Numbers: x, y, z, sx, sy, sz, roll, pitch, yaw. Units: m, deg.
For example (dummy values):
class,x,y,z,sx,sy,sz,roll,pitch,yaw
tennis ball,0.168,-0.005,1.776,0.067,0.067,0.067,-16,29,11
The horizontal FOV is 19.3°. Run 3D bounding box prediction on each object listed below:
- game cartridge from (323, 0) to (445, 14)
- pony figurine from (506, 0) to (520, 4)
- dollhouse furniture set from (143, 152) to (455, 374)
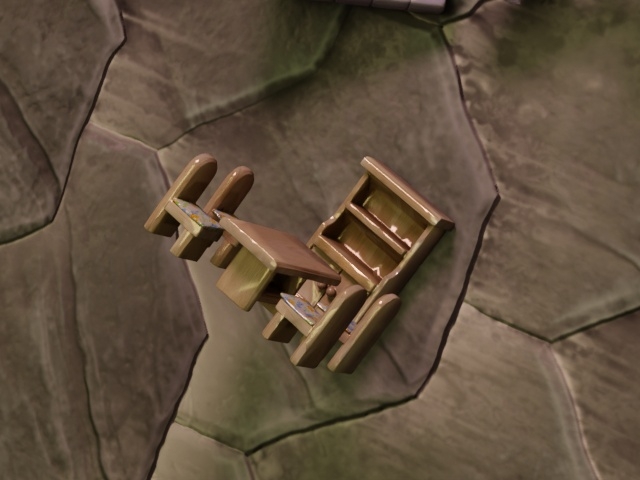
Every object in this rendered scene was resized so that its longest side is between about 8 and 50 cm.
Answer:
class,x,y,z,sx,sy,sz,roll,pitch,yaw
game cartridge,0.038,-0.415,1.896,0.230,0.068,0.355,6,85,2
pony figurine,0.279,-0.355,1.722,0.363,0.303,0.351,-18,73,41
dollhouse furniture set,0.000,0.000,1.806,0.212,0.242,0.161,41,101,25
